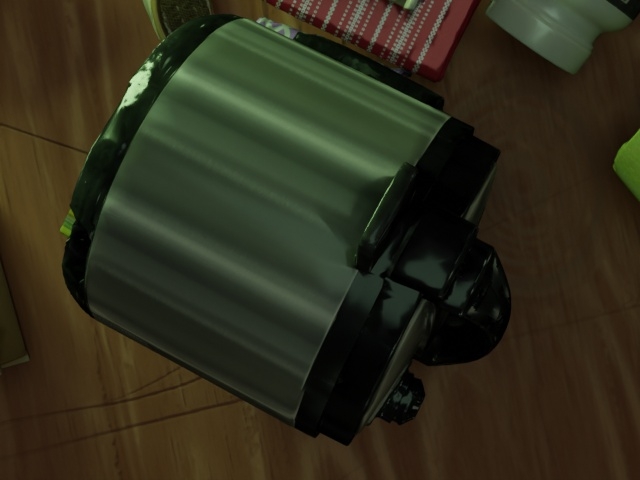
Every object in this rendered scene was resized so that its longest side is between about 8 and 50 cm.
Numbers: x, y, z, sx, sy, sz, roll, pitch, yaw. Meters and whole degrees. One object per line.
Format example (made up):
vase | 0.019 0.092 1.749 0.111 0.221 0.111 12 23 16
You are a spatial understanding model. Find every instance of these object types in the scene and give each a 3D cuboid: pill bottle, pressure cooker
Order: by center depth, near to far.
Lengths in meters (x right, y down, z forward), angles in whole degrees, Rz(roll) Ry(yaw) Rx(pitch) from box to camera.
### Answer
pressure cooker | -0.003 0.006 0.993 0.420 0.370 0.376 27 119 9
pill bottle | 0.319 -0.338 1.069 0.162 0.162 0.278 35 110 2

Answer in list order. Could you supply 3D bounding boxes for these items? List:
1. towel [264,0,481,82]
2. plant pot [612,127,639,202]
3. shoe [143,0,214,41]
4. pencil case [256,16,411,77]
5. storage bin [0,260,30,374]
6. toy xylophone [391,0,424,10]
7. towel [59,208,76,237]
towel | 0.063 -0.328 1.111 0.274 0.031 0.199 25 100 -2
plant pot | 0.477 -0.062 1.053 0.276 0.276 0.254 -45 77 4
shoe | -0.186 -0.318 1.180 0.076 0.058 0.219 -18 94 -16
pencil case | 0.001 -0.201 1.149 0.206 0.088 0.086 20 90 4
storage bin | -0.529 0.065 1.172 0.260 0.123 0.262 -16 91 4
toy xylophone | -0.006 -0.392 1.039 0.322 0.081 0.236 14 105 1
towel | -0.229 -0.087 1.197 0.102 0.021 0.237 31 93 6
